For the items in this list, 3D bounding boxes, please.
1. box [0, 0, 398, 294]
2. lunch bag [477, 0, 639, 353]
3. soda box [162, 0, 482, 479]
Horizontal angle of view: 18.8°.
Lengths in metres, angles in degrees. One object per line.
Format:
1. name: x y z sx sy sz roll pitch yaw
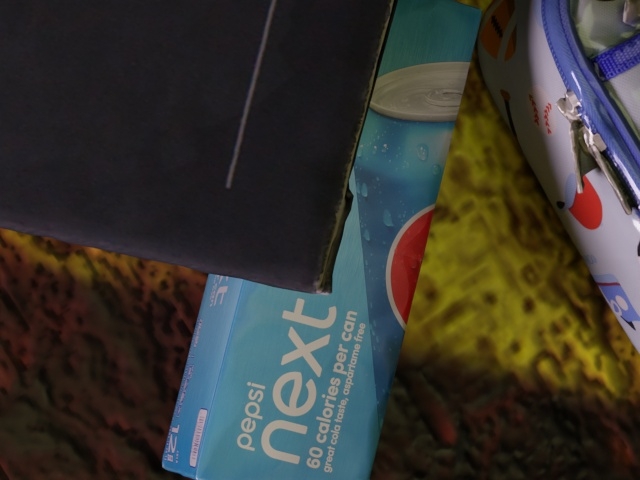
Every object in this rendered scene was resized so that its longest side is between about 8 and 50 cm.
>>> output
1. box: -0.167 -0.179 0.631 0.395 0.212 0.293 13 98 -15
2. lunch bag: 0.225 -0.079 0.827 0.303 0.115 0.243 -30 94 -17
3. soda box: 0.000 0.000 0.777 0.071 0.067 0.210 16 84 -15
